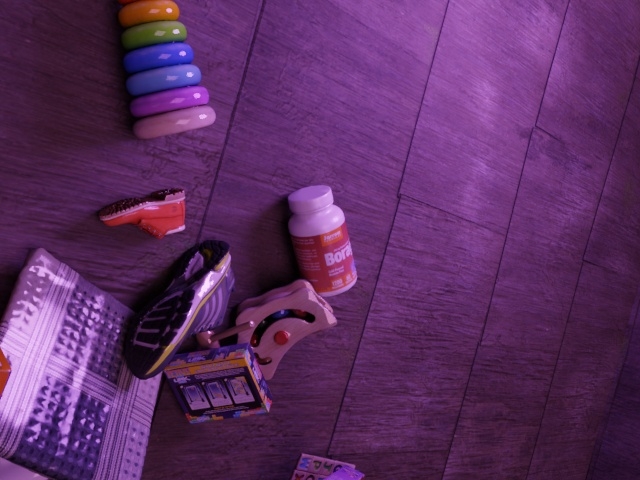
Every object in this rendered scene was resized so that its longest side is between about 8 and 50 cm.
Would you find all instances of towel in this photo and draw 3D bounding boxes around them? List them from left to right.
[{"bbox_3d":[-0.380,0.212,0.944,0.312,0.056,0.324,46,31,-37],"label":"towel"}]

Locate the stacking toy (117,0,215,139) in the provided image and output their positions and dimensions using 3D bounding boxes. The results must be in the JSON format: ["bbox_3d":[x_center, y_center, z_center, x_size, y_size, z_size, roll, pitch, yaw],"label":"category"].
[{"bbox_3d":[-0.276,-0.338,0.978,0.141,0.141,0.330,-22,106,-34],"label":"stacking toy"}]

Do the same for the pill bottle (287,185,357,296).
[{"bbox_3d":[0.000,0.000,1.270,0.121,0.121,0.216,-28,117,-31],"label":"pill bottle"}]

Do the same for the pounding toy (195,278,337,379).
[{"bbox_3d":[-0.097,0.196,1.189,0.269,0.155,0.154,-21,104,-2],"label":"pounding toy"}]

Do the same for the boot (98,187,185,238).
[{"bbox_3d":[-0.307,-0.036,1.057,0.158,0.059,0.085,-17,115,-37],"label":"boot"}]

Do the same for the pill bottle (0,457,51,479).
[{"bbox_3d":[-0.434,0.377,0.970,0.176,0.176,0.319,-33,119,-29],"label":"pill bottle"}]

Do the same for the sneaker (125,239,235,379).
[{"bbox_3d":[-0.231,0.135,1.083,0.300,0.111,0.121,-58,140,-41],"label":"sneaker"}]

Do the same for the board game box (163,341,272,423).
[{"bbox_3d":[-0.195,0.275,1.155,0.048,0.170,0.141,-74,150,-62],"label":"board game box"}]

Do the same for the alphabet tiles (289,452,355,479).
[{"bbox_3d":[-0.024,0.649,1.474,0.198,0.009,0.237,29,81,-40],"label":"alphabet tiles"}]

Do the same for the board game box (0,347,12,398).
[{"bbox_3d":[-0.615,0.210,0.652,0.356,0.356,0.357,23,88,-39],"label":"board game box"}]

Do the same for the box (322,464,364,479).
[{"bbox_3d":[0.016,0.630,1.364,0.201,0.057,0.293,-66,163,-7],"label":"box"}]
